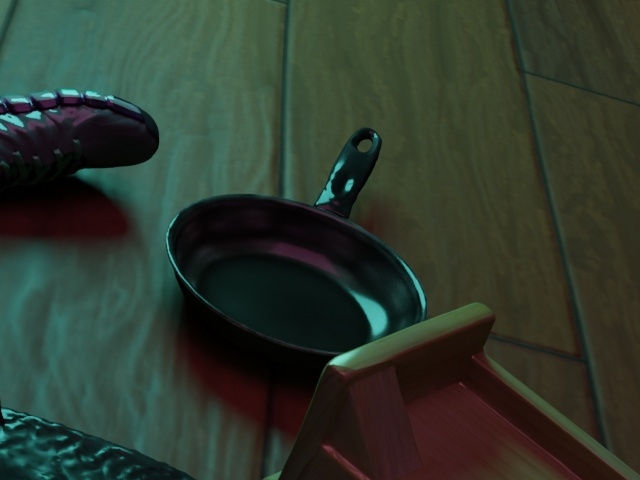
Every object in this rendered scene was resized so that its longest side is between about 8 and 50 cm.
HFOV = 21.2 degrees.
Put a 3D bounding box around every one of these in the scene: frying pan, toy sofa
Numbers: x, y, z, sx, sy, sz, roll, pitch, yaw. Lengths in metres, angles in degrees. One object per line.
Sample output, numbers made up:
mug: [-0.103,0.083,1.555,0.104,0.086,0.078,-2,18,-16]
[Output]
frying pan: [-0.028,-0.004,1.288,0.197,0.053,0.326,11,30,-16]
toy sofa: [0.141,0.211,0.925,0.362,0.177,0.150,38,35,27]

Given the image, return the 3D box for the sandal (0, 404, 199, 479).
sandal: [-0.235,0.079,0.911,0.446,0.107,0.167,21,20,-16]

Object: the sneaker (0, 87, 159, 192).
sneaker: [-0.226,-0.056,1.249,0.224,0.083,0.098,4,55,-19]
